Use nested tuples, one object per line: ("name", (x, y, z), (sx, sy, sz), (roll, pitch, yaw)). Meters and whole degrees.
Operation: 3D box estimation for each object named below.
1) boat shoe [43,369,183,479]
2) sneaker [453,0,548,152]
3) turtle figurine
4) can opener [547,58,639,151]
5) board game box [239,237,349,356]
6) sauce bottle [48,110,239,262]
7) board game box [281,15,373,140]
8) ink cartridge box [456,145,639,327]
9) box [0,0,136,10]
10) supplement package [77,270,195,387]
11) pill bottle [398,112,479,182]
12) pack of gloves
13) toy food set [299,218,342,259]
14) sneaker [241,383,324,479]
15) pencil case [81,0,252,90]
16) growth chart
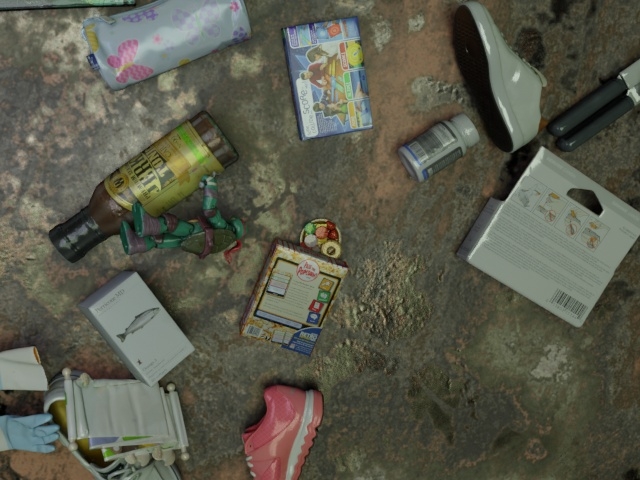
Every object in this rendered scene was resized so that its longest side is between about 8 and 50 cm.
("boat shoe", (-0.373, 0.405, 1.303), (0.136, 0.156, 0.367), (-32, 106, -2))
("sneaker", (0.337, -0.315, 1.314), (0.123, 0.106, 0.290), (-31, 114, -12))
("turtle figurine", (-0.208, -0.028, 1.205), (0.234, 0.118, 0.175), (-8, 143, -36))
("can opener", (0.575, -0.271, 1.362), (0.283, 0.095, 0.076), (-36, 106, -2))
("board game box", (-0.051, 0.109, 1.345), (0.147, 0.045, 0.193), (20, 105, -15))
("sauce bottle", (-0.306, -0.085, 1.230), (0.344, 0.111, 0.111), (-37, 106, -2))
("board game box", (0.013, -0.290, 1.284), (0.136, 0.035, 0.201), (-11, 104, -8))
("ink cartridge box", (0.461, -0.006, 1.415), (0.296, 0.066, 0.261), (30, 95, -16))
("box", (-0.470, -0.486, 1.135), (0.322, 0.058, 0.232), (-7, 104, -10))
("supplement package", (-0.327, 0.154, 1.269), (0.105, 0.105, 0.179), (-41, 108, -23))
("pill bottle", (0.220, -0.174, 1.326), (0.137, 0.078, 0.078), (-32, 106, -2))
("pack of gloves", (-0.568, 0.292, 1.245), (0.232, 0.046, 0.195), (-10, 100, 24))
("toy food set", (0.000, 0.000, 1.354), (0.083, 0.020, 0.083), (-2, 103, -10))
("sneaker", (-0.100, 0.424, 1.399), (0.136, 0.116, 0.313), (19, 92, -4))
("pencil case", (-0.251, -0.348, 1.181), (0.273, 0.113, 0.124), (-22, 104, -5))
("growth chart", (-0.343, 0.318, 1.273), (0.237, 0.171, 0.021), (16, 139, -36))
